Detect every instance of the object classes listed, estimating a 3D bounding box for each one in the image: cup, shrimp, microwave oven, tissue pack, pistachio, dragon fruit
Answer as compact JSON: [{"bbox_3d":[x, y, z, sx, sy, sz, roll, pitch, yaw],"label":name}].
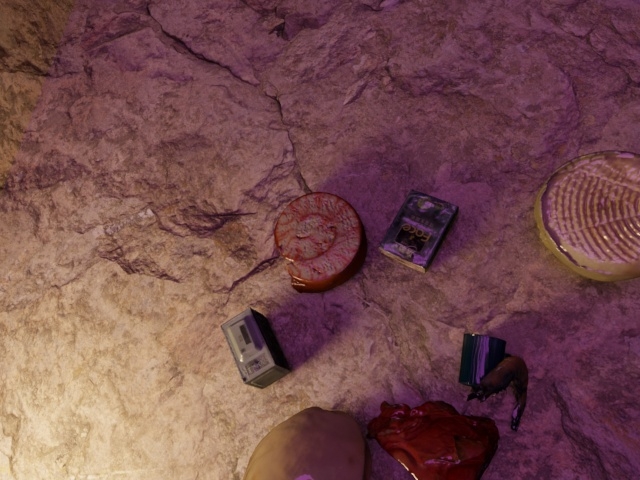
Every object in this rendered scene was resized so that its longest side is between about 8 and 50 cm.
[{"bbox_3d":[0.465,0.342,1.291,0.150,0.113,0.138,7,74,20],"label":"cup"},{"bbox_3d":[0.473,0.420,1.209,0.051,0.262,0.197,-6,96,52],"label":"shrimp"},{"bbox_3d":[-0.198,0.337,1.457,0.123,0.162,0.208,-32,61,2],"label":"microwave oven"},{"bbox_3d":[0.314,-0.033,1.498,0.174,0.073,0.235,27,79,24],"label":"tissue pack"},{"bbox_3d":[-0.056,0.653,1.235,0.445,0.281,0.365,-49,35,-21],"label":"pistachio"},{"bbox_3d":[0.286,0.496,1.214,0.329,0.286,0.228,31,85,32],"label":"dragon fruit"}]

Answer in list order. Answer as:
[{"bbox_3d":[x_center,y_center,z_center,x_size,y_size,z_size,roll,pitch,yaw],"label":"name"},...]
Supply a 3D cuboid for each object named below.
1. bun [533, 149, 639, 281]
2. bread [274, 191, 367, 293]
[{"bbox_3d":[0.793,-0.061,1.303,0.365,0.202,0.363,-5,74,18],"label":"bun"},{"bbox_3d":[0.002,-0.004,1.552,0.295,0.114,0.327,-24,64,6],"label":"bread"}]
